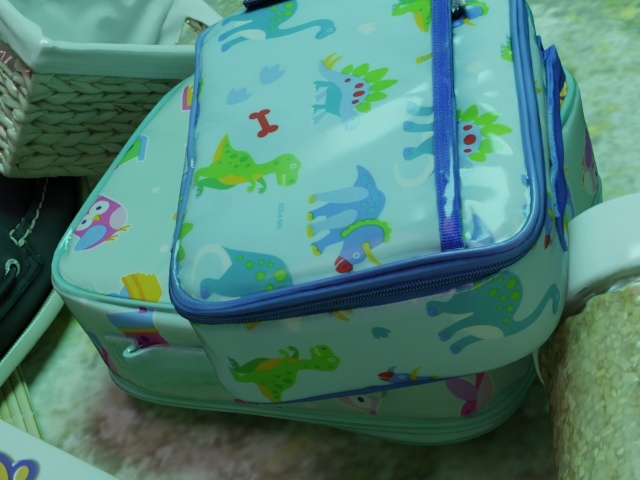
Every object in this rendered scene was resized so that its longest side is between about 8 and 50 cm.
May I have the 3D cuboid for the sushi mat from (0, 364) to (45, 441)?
[{"bbox_3d":[-0.208,0.172,0.744,0.151,0.019,0.316,-29,40,-5],"label":"sushi mat"}]

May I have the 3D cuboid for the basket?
[{"bbox_3d":[-0.147,-0.108,0.891,0.167,0.103,0.113,-6,38,-42],"label":"basket"}]

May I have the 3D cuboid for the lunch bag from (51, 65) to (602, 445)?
[{"bbox_3d":[0.000,0.000,0.759,0.279,0.108,0.224,3,50,30],"label":"lunch bag"}]

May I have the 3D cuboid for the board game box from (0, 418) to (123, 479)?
[{"bbox_3d":[-0.127,0.168,0.653,0.259,0.039,0.124,20,56,26],"label":"board game box"}]

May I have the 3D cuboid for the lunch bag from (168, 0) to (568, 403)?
[{"bbox_3d":[0.026,-0.037,0.636,0.176,0.090,0.219,-9,45,15],"label":"lunch bag"}]

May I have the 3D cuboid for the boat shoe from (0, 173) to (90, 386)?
[{"bbox_3d":[-0.243,0.029,0.814,0.127,0.113,0.340,2,46,27],"label":"boat shoe"}]

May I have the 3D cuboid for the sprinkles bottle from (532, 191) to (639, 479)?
[{"bbox_3d":[0.150,0.138,0.523,0.121,0.121,0.355,-12,42,15],"label":"sprinkles bottle"}]
